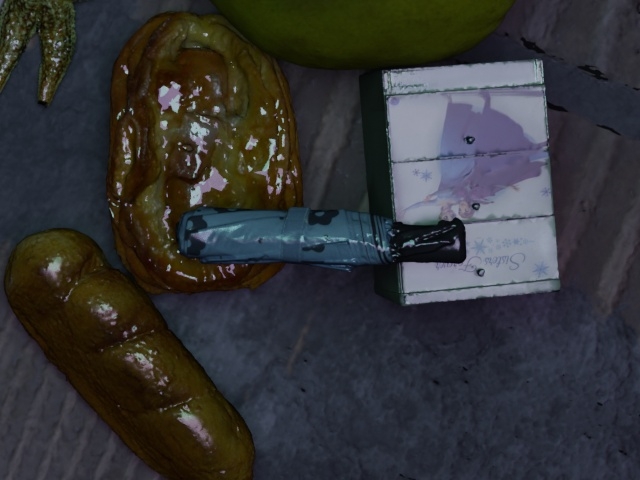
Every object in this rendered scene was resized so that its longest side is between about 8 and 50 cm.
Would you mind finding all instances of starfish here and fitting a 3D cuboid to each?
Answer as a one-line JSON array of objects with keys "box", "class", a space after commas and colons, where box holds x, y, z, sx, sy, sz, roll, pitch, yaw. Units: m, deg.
[{"box": [-0.259, -0.229, 1.758, 0.217, 0.050, 0.223, 9, 88, -1], "class": "starfish"}]

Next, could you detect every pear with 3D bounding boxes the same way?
[{"box": [0.030, -0.275, 1.681, 0.321, 0.269, 0.269, 14, 92, -10], "class": "pear"}]

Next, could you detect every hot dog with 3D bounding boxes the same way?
[{"box": [-0.107, -0.078, 1.749, 0.175, 0.114, 0.259, -5, 95, -7], "class": "hot dog"}]

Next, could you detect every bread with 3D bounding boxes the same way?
[{"box": [-0.153, 0.126, 1.765, 0.344, 0.124, 0.084, 49, 56, -8], "class": "bread"}]

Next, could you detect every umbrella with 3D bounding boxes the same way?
[{"box": [0.000, 0.002, 1.675, 0.250, 0.053, 0.052, 3, 50, 6], "class": "umbrella"}]

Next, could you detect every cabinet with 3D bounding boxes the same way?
[{"box": [0.123, -0.055, 1.765, 0.145, 0.150, 0.206, -5, 94, -7], "class": "cabinet"}]
